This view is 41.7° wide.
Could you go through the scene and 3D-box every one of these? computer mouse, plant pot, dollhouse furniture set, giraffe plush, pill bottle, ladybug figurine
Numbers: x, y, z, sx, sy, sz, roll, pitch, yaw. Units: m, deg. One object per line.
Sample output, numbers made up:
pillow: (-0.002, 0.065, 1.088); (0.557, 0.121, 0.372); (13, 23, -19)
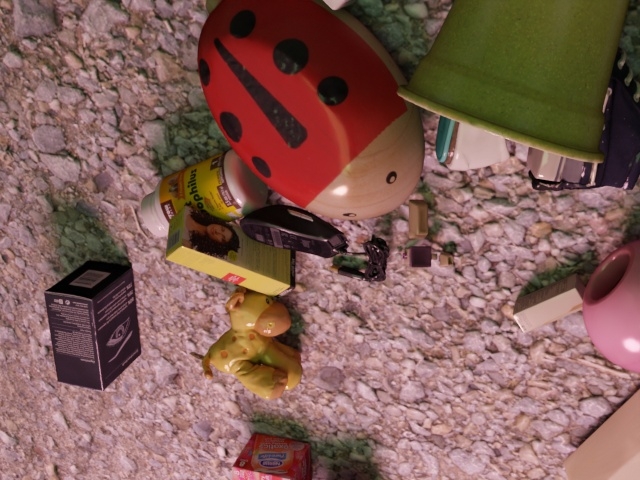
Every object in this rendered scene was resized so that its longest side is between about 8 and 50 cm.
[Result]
computer mouse: (0.000, 0.000, 1.440); (0.261, 0.060, 0.184); (12, 159, 13)
plant pot: (0.265, -0.262, 1.045); (0.276, 0.276, 0.254); (21, 105, 10)
dollhouse furniture set: (0.170, -0.012, 1.435); (0.081, 0.090, 0.115); (0, 91, 62)
giraffe plush: (-0.118, 0.164, 1.530); (0.210, 0.181, 0.171); (16, 106, -6)
pill bottle: (-0.208, -0.076, 1.480); (0.214, 0.117, 0.117); (-19, 104, 26)
ladybug figurine: (-0.036, -0.212, 1.317); (0.449, 0.162, 0.305); (46, 120, 4)

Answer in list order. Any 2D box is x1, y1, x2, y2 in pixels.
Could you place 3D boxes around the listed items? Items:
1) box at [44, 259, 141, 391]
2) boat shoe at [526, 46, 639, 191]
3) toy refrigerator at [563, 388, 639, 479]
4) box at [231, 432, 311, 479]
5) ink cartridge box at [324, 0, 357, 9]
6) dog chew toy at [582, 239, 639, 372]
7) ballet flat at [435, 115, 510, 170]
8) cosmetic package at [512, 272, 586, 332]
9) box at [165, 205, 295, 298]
box: (-0.442, 0.166, 1.648); (0.108, 0.153, 0.207); (8, 114, 17)
boat shoe: (0.410, -0.230, 1.208); (0.158, 0.127, 0.341); (7, 115, -1)
toy refrigerator: (0.533, 0.340, 1.391); (0.094, 0.102, 0.270); (24, 120, -16)
box: (-0.095, 0.535, 1.698); (0.128, 0.123, 0.257); (8, 115, 17)
ink cartridge box: (0.052, -0.510, 1.201); (0.207, 0.117, 0.283); (44, 120, -2)
dog chew toy: (0.562, 0.144, 1.259); (0.331, 0.207, 0.207); (34, 119, -5)
ballet flat: (0.259, -0.289, 1.231); (0.139, 0.139, 0.401); (13, 120, 14)
cosmetic package: (0.378, 0.103, 1.380); (0.115, 0.060, 0.041); (-28, 102, 29)
box: (-0.150, 0.024, 1.449); (0.232, 0.087, 0.058); (22, 141, -33)
